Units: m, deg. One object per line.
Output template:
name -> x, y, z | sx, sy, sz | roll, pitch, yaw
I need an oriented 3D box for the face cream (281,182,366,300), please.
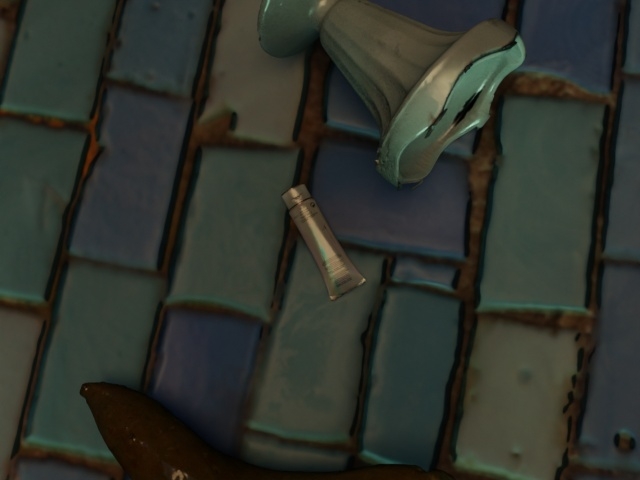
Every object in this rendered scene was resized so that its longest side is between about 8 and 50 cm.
face cream -> 0.000, 0.000, 0.576 | 0.038, 0.020, 0.115 | -29, 82, -1

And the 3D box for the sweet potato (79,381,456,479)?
sweet potato -> -0.060, 0.211, 0.516 | 0.346, 0.079, 0.108 | 10, 102, 10

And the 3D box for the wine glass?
wine glass -> 0.057, -0.164, 0.533 | 0.165, 0.165, 0.196 | -44, 75, -2
